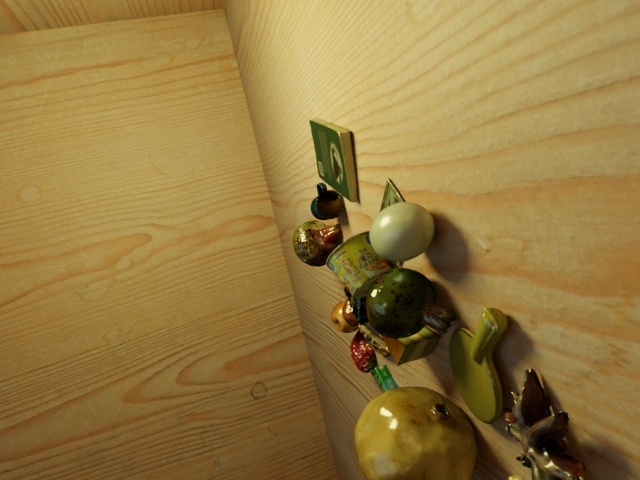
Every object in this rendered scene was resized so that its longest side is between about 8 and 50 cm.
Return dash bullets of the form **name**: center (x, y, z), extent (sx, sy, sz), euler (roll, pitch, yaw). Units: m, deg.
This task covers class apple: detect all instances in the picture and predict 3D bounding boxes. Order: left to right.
- **apple**: center (0.111, 0.331, 1.878), extent (0.146, 0.147, 0.146), euler (165, 90, -75)

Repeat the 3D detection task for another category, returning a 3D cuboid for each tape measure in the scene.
- **tape measure**: center (0.163, 0.215, 1.614), extent (0.199, 0.112, 0.186), euler (92, 165, -63)

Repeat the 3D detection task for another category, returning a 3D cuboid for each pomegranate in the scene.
- **pomegranate**: center (0.000, 0.000, 1.906), extent (0.248, 0.214, 0.214), euler (-31, 70, 36)
- **pomegranate**: center (0.238, 0.178, 1.167), extent (0.248, 0.202, 0.201), euler (20, 128, 40)
- **pomegranate**: center (0.260, 0.557, 1.194), extent (0.332, 0.333, 0.332), euler (165, 90, -75)

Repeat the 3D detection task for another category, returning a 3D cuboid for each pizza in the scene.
- **pizza**: center (0.203, 0.376, 1.644), extent (0.176, 0.036, 0.185), euler (49, 163, -12)

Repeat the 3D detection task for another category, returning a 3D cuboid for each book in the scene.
- **book**: center (0.045, -0.318, 1.659), extent (0.371, 0.043, 0.260), euler (-130, 26, -61)

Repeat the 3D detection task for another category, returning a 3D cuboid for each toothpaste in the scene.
- **toothpaste**: center (0.285, 0.611, 1.669), extent (0.065, 0.050, 0.266), euler (87, 162, -46)

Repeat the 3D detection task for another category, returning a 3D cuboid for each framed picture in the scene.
- **framed picture**: center (0.223, -0.051, 1.316), extent (0.231, 0.010, 0.172), euler (94, 156, -51)

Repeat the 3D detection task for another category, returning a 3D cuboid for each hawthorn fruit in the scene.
- **hawthorn fruit**: center (0.142, 0.286, 1.756), extent (0.128, 0.128, 0.127), euler (165, 90, -75)

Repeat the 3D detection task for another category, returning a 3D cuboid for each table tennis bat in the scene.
- **table tennis bat**: center (0.374, 0.282, 1.025), extent (0.224, 0.054, 0.368), euler (-111, 12, -46)

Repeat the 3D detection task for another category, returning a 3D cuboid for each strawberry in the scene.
- **strawberry**: center (0.179, 0.493, 1.883), extent (0.140, 0.085, 0.192), euler (148, 108, -77)

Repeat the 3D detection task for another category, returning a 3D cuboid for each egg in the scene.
- **egg**: center (0.211, -0.022, 1.117), extent (0.209, 0.151, 0.151), euler (148, 107, -69)

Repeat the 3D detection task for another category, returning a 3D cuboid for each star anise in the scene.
- **star anise**: center (0.433, 0.398, 0.849), extent (0.288, 0.088, 0.287), euler (168, 90, -89)

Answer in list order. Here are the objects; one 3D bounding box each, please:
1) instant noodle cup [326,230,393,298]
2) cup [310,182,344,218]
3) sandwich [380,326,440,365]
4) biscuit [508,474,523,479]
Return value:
- **instant noodle cup**: center (0.142, 0.088, 1.438), extent (0.152, 0.205, 0.205), euler (57, 160, 22)
- **cup**: center (0.028, -0.155, 1.767), extent (0.138, 0.114, 0.149), euler (174, 110, -77)
- **sandwich**: center (0.255, 0.264, 1.311), extent (0.144, 0.117, 0.187), euler (94, 158, -46)
- **biscuit**: center (0.510, 0.639, 0.892), extent (0.309, 0.040, 0.204), euler (164, 90, -76)
